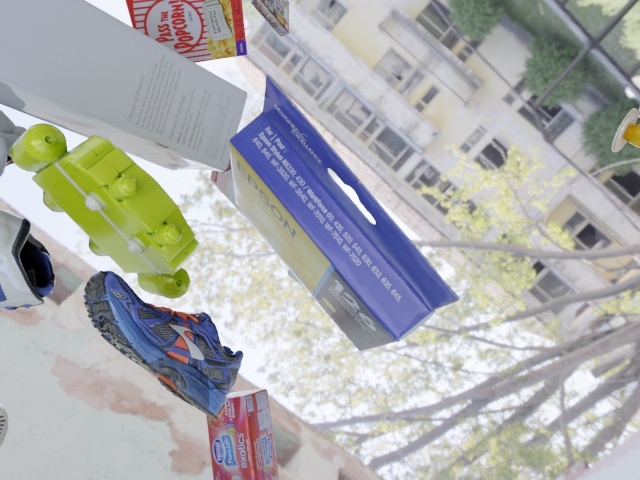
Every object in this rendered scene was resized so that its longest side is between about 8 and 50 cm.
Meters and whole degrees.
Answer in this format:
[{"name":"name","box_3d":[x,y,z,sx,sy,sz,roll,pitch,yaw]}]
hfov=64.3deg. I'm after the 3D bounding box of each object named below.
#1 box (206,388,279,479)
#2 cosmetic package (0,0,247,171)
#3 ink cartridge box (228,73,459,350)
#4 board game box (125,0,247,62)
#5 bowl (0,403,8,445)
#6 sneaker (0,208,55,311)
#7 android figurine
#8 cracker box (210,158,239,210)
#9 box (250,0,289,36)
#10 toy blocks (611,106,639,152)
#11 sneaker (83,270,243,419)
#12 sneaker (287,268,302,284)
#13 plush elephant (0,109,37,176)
[{"name":"box","box_3d":[-0.197,0.520,1.295,0.128,0.122,0.257,18,-119,-68]},{"name":"cosmetic package","box_3d":[-0.339,-0.244,0.818,0.385,0.156,0.217,18,174,-42]},{"name":"ink cartridge box","box_3d":[0.000,0.000,0.640,0.303,0.072,0.307,50,167,9]},{"name":"board game box","box_3d":[-0.234,-0.391,0.901,0.147,0.193,0.045,90,162,-48]},{"name":"bowl","box_3d":[-0.652,0.337,0.889,0.170,0.170,0.080,54,161,43]},{"name":"sneaker","box_3d":[-0.486,0.072,0.713,0.182,0.315,0.127,21,-152,-34]},{"name":"android figurine","box_3d":[-0.243,-0.029,0.594,0.273,0.056,0.248,1,134,50]},{"name":"cracker box","box_3d":[-0.124,-0.115,1.185,0.155,0.067,0.232,-31,-113,-37]},{"name":"box","box_3d":[-0.117,-0.561,1.200,0.137,0.027,0.094,26,-119,-62]},{"name":"toy blocks","box_3d":[0.428,-0.120,0.568,0.148,0.123,0.054,32,157,33]},{"name":"sneaker","box_3d":[-0.164,0.102,0.553,0.083,0.087,0.221,7,143,40]},{"name":"sneaker","box_3d":[0.058,0.057,1.014,0.256,0.151,0.094,21,-159,-22]},{"name":"plush elephant","box_3d":[-0.812,-0.187,1.177,0.272,0.330,0.255,11,-124,1]}]
